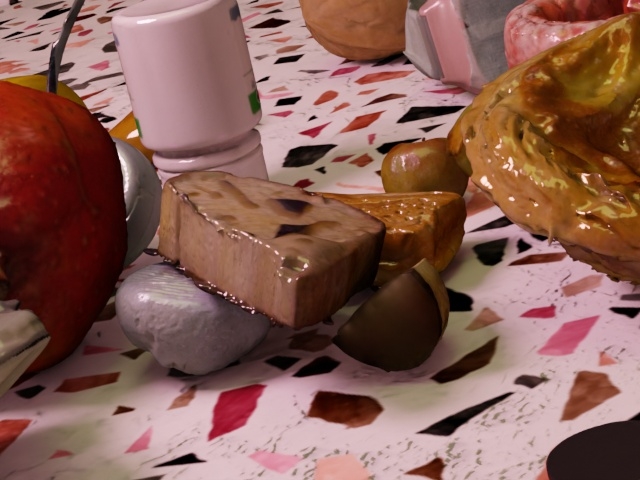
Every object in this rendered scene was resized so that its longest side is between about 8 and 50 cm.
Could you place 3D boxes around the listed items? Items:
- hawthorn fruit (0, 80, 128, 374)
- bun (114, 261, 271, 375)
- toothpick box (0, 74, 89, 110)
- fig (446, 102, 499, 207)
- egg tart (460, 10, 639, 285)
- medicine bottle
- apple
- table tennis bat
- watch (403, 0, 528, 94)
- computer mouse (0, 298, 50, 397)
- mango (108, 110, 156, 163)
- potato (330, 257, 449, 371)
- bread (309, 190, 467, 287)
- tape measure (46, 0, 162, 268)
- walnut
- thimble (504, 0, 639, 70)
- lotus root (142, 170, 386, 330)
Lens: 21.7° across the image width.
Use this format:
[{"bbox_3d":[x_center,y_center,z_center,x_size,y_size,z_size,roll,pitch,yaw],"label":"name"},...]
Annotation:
[{"bbox_3d":[-0.296,0.001,1.492,0.265,0.265,0.307,-17,26,-7],"label":"hawthorn fruit"},{"bbox_3d":[-0.107,0.068,1.432,0.141,0.083,0.141,1,18,0],"label":"bun"},{"bbox_3d":[-0.407,-0.097,1.964,0.271,0.175,0.175,-3,22,38],"label":"toothpick box"},{"bbox_3d":[0.200,-0.088,1.546,0.166,0.154,0.144,16,-12,-24],"label":"fig"},{"bbox_3d":[0.286,-0.062,1.373,0.352,0.150,0.352,-3,35,2],"label":"egg tart"},{"bbox_3d":[-0.131,-0.144,1.795,0.139,0.236,0.139,-13,20,5],"label":"medicine bottle"},{"bbox_3d":[0.105,-0.066,1.663,0.090,0.074,0.089,-12,17,4],"label":"apple"},{"bbox_3d":[0.204,0.152,1.086,0.095,0.014,0.158,-17,18,-10],"label":"table tennis bat"},{"bbox_3d":[0.213,-0.282,2.086,0.253,0.161,0.241,-20,13,-18],"label":"watch"},{"bbox_3d":[-0.400,0.168,1.255,0.429,0.145,0.228,-23,4,-16],"label":"computer mouse"},{"bbox_3d":[-0.194,-0.143,2.072,0.184,0.084,0.102,-26,22,-17],"label":"mango"},{"bbox_3d":[0.072,0.061,1.347,0.096,0.066,0.103,-41,-3,26],"label":"potato"},{"bbox_3d":[-0.001,-0.002,1.556,0.271,0.077,0.139,-2,19,26],"label":"bread"},{"bbox_3d":[-0.222,-0.110,1.733,0.164,0.330,0.084,3,-18,24],"label":"tape measure"},{"bbox_3d":[0.089,-0.353,2.263,0.261,0.225,0.225,-26,22,-17],"label":"walnut"},{"bbox_3d":[0.308,-0.179,1.713,0.239,0.162,0.239,-15,21,6],"label":"thimble"},{"bbox_3d":[-0.033,0.005,1.389,0.170,0.074,0.261,-5,18,-38],"label":"lotus root"}]
